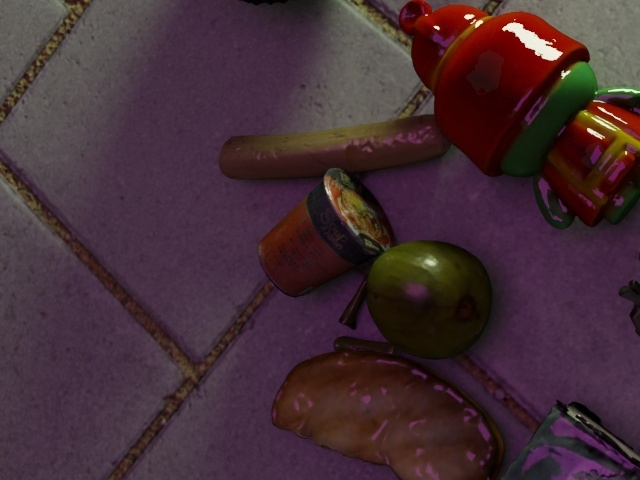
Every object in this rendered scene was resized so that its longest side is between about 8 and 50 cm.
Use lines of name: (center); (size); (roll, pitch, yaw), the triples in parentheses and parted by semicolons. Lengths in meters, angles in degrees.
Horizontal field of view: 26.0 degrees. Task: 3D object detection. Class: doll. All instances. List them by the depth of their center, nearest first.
doll: (0.222, -0.163, 1.580); (0.363, 0.160, 0.182); (42, 107, 25)

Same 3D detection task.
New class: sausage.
sausage: (0.018, -0.112, 1.722); (0.301, 0.066, 0.065); (-5, 80, 26)

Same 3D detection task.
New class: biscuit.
biscuit: (0.081, 0.211, 1.645); (0.299, 0.045, 0.154); (24, 103, 26)

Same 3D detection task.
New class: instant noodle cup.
instant noodle cup: (0.000, -0.001, 1.688); (0.136, 0.127, 0.127); (-37, 69, 24)

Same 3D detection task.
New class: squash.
squash: (0.054, 0.132, 1.685); (0.083, 0.027, 0.027); (6, 84, 26)

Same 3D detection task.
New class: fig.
fig: (0.117, 0.063, 1.626); (0.186, 0.142, 0.148); (-134, 41, -61)

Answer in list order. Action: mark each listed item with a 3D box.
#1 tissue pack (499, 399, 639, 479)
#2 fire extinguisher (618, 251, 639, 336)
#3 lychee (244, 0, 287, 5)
tissue pack: (0.260, 0.388, 1.500); (0.259, 0.122, 0.361); (39, 97, 21)
fire extinguisher: (0.446, -0.002, 1.493); (0.147, 0.106, 0.337); (36, 99, 0)
lychee: (-0.071, -0.407, 1.721); (0.271, 0.236, 0.235); (10, 86, 50)
